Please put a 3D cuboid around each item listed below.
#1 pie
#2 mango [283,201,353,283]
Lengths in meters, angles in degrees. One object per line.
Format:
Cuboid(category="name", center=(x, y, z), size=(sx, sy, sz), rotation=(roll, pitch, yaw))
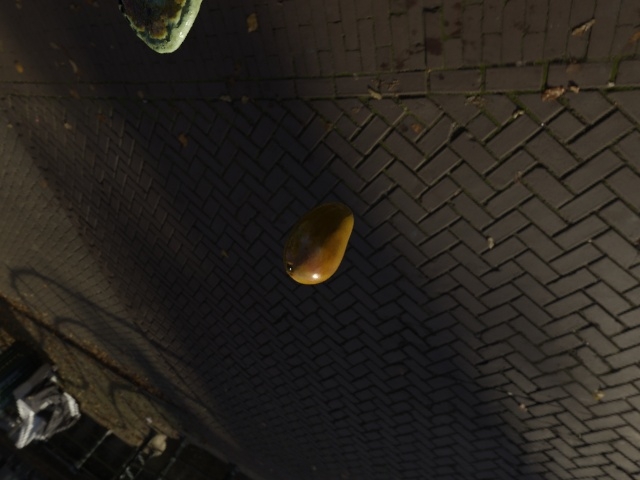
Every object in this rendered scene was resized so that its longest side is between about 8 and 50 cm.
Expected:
Cuboid(category="pie", center=(-0.327, -0.502, 0.868), size=(0.240, 0.054, 0.241), rotation=(14, 119, 27))
Cuboid(category="mango", center=(-0.004, 0.000, 0.768), size=(0.089, 0.163, 0.111), rotation=(10, 165, 46))
